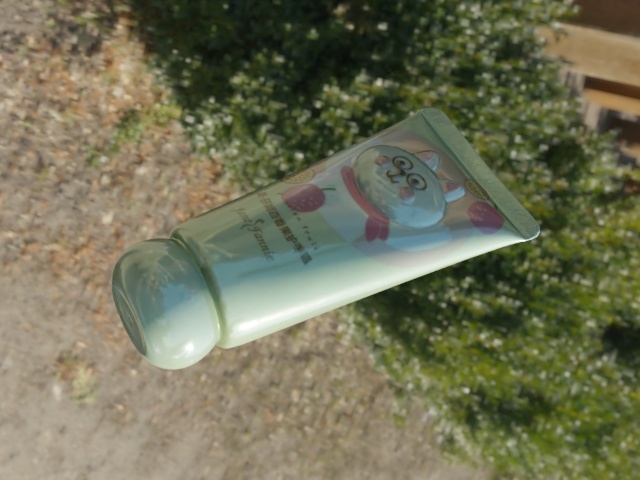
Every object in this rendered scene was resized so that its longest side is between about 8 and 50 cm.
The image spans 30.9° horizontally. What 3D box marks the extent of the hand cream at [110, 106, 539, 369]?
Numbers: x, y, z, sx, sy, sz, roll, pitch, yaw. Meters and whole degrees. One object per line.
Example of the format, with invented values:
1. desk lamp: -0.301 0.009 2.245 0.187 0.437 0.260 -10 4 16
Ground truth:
1. hand cream: 0.000 0.000 0.846 0.305 0.147 0.093 -23 147 -22
